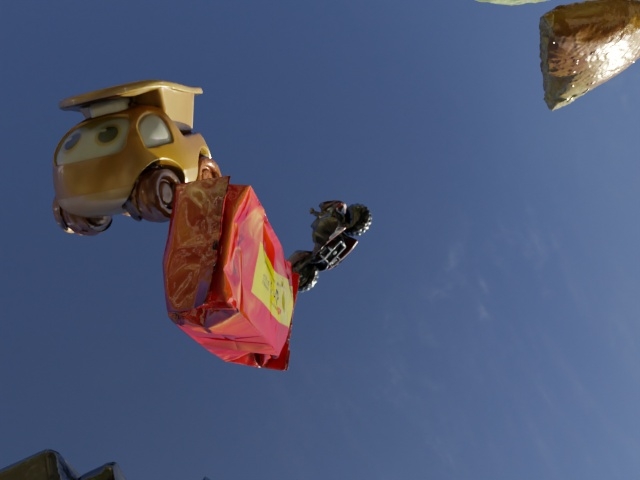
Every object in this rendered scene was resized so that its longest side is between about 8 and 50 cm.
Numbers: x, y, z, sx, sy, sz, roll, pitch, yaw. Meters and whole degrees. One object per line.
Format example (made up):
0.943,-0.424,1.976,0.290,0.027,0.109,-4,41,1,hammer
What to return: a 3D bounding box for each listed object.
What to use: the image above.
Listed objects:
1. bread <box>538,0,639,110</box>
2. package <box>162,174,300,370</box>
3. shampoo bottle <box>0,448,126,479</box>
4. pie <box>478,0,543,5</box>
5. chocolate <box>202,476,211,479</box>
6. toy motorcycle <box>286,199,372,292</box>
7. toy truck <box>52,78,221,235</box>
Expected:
0.291,-0.200,0.721,0.135,0.154,0.054,-24,-112,5,bread
-0.122,0.070,1.061,0.123,0.424,0.196,1,-109,10,package
-0.262,0.236,0.524,0.246,0.080,0.079,-23,-128,-10,shampoo bottle
0.152,-0.299,0.537,0.276,0.078,0.277,2,-111,-4,pie
-0.100,0.224,0.446,0.070,0.072,0.147,39,-95,0,chocolate
-0.001,-0.001,1.365,0.213,0.122,0.082,-46,-49,-3,toy motorcycle
-0.289,-0.134,1.117,0.288,0.204,0.212,-30,-69,-63,toy truck
